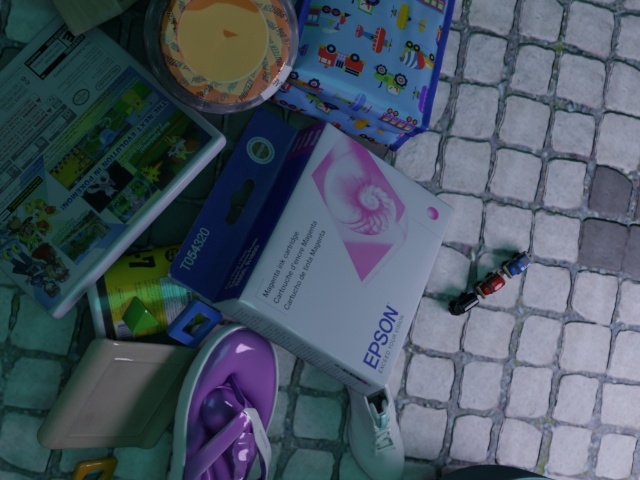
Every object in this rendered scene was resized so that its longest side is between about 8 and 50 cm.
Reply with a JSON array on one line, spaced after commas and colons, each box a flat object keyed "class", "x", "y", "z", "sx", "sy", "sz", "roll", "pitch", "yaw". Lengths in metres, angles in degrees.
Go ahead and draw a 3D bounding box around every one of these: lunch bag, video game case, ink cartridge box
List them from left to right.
[{"class": "video game case", "x": -0.344, "y": -0.112, "z": 1.437, "sx": 0.300, "sy": 0.036, "sz": 0.329, "roll": 41, "pitch": 82, "yaw": 11}, {"class": "ink cartridge box", "x": 0.000, "y": 0.000, "z": 1.493, "sx": 0.330, "sy": 0.071, "sz": 0.324, "roll": 32, "pitch": 58, "yaw": -14}, {"class": "lunch bag", "x": 0.072, "y": -0.312, "z": 1.543, "sx": 0.221, "sy": 0.138, "sz": 0.293, "roll": 21, "pitch": 75, "yaw": -13}]

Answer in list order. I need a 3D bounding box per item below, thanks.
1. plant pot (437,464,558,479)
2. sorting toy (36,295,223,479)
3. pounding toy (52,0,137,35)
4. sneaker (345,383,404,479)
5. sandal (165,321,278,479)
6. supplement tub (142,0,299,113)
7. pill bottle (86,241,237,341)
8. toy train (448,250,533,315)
[{"class": "plant pot", "x": 0.252, "y": 0.459, "z": 1.552, "sx": 0.293, "sy": 0.235, "sz": 0.293, "roll": -1, "pitch": 92, "yaw": -13}, {"class": "sorting toy", "x": -0.272, "y": 0.207, "z": 1.457, "sx": 0.196, "sy": 0.047, "sz": 0.348, "roll": 16, "pitch": 113, "yaw": -48}, {"class": "pounding toy", "x": -0.320, "y": -0.366, "z": 1.375, "sx": 0.094, "sy": 0.206, "sz": 0.181, "roll": -20, "pitch": 112, "yaw": 22}, {"class": "sneaker", "x": 0.083, "y": 0.266, "z": 1.577, "sx": 0.080, "sy": 0.094, "sz": 0.212, "roll": -16, "pitch": 96, "yaw": -14}, {"class": "sandal", "x": -0.130, "y": 0.319, "z": 1.493, "sx": 0.169, "sy": 0.102, "sz": 0.416, "roll": 6, "pitch": 102, "yaw": -46}, {"class": "supplement tub", "x": -0.133, "y": -0.267, "z": 1.379, "sx": 0.193, "sy": 0.316, "sz": 0.194, "roll": -2, "pitch": 104, "yaw": -9}, {"class": "pill bottle", "x": -0.218, "y": 0.067, "z": 1.484, "sx": 0.208, "sy": 0.119, "sz": 0.119, "roll": -12, "pitch": 95, "yaw": -13}, {"class": "toy train", "x": 0.264, "y": 0.065, "z": 1.641, "sx": 0.158, "sy": 0.036, "sz": 0.027, "roll": -36, "pitch": 100, "yaw": -10}]
